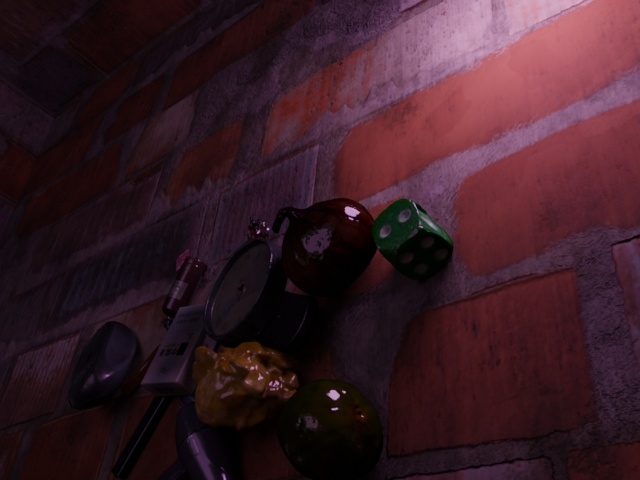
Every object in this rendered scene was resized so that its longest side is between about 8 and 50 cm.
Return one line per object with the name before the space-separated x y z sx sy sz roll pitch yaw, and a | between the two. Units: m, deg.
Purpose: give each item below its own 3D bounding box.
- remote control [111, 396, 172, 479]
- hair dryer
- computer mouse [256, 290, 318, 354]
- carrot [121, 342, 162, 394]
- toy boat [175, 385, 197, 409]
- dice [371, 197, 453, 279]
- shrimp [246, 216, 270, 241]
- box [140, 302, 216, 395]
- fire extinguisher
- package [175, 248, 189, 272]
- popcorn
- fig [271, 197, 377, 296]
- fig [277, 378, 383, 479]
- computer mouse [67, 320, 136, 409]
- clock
remote control | -0.461 0.496 1.757 0.063 0.025 0.245 8 65 53
hair dryer | -0.311 0.571 1.501 0.361 0.121 0.301 -50 44 17
computer mouse | -0.079 0.186 1.560 0.269 0.086 0.138 4 67 59
carrot | -0.487 0.353 1.894 0.190 0.037 0.037 -50 37 0
toy boat | -0.306 0.370 1.693 0.122 0.034 0.096 -54 38 -5
dice | 0.189 -0.002 1.415 0.120 0.128 0.131 -42 39 14
shrimp | -0.185 0.077 1.797 0.178 0.075 0.290 -33 53 26
box | -0.350 0.282 1.763 0.155 0.067 0.243 -13 43 42
fire extinguisher | -0.389 0.161 1.927 0.099 0.071 0.231 3 61 37
package | -0.422 0.064 2.077 0.059 0.029 0.083 -39 30 10
popcorn | -0.174 0.318 1.469 0.253 0.191 0.190 -13 50 40
fig | 0.014 0.011 1.511 0.234 0.215 0.235 -20 23 9
fig | 0.008 0.367 1.264 0.245 0.195 0.196 122 158 -49
computer mouse | -0.626 0.366 1.961 0.203 0.114 0.374 -47 21 10
clock | -0.184 0.123 1.636 0.280 0.055 0.281 -37 36 32
